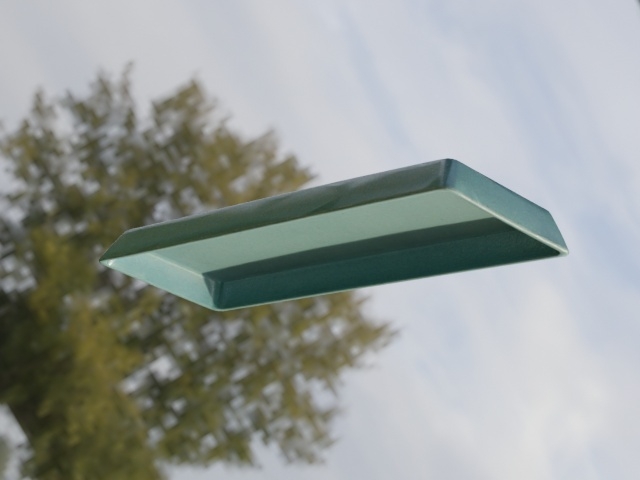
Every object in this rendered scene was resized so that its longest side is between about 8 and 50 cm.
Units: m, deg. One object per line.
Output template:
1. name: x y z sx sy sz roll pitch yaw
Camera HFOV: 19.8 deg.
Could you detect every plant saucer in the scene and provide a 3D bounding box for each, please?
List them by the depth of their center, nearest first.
1. plant saucer: 0.000 0.000 0.689 0.067 0.018 0.192 26 -26 -38
